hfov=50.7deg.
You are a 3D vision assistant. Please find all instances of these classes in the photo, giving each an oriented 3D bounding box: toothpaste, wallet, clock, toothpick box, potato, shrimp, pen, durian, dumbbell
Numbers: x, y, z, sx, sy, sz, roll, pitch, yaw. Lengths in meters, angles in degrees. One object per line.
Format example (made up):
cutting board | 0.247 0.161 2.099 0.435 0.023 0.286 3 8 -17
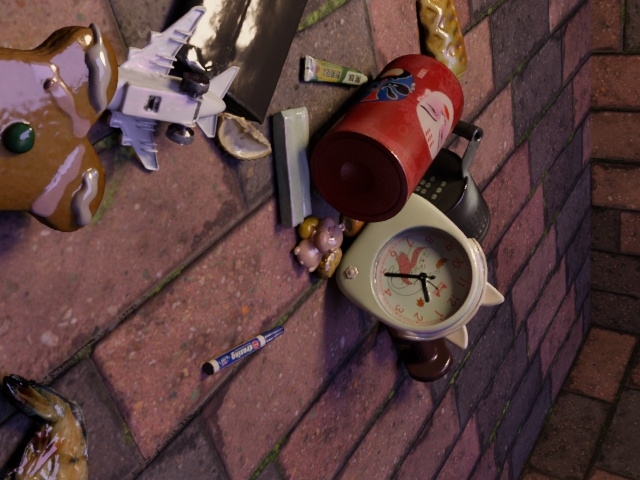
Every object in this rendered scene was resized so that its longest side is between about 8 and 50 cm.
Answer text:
toothpaste | 0.031 -0.330 1.340 0.204 0.031 0.049 -7 104 -52
wallet | -0.101 -0.417 1.096 0.228 0.062 0.406 32 72 -54
clock | 0.214 0.079 1.418 0.265 0.324 0.108 -51 158 3
toothpick box | 0.141 -0.211 1.349 0.333 0.204 0.204 -55 139 -42
potato | 0.016 0.044 1.411 0.083 0.040 0.051 -57 152 -27
shrimp | -0.414 0.266 0.843 0.233 0.071 0.365 -65 143 -36
pen | -0.136 0.199 1.249 0.204 0.025 0.025 -22 117 -51
durian | -0.136 -0.167 1.116 0.130 0.066 0.052 34 70 -44
dumbbell | 0.251 0.252 1.720 0.140 0.124 0.225 -109 174 -46

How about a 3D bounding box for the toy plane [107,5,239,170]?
toy plane | -0.229 -0.199 0.916 0.255 0.101 0.251 -2 126 -42

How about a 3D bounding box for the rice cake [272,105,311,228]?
rice cake | -0.049 -0.136 1.268 0.080 0.042 0.221 -29 121 -53

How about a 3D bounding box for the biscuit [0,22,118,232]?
biscuit | -0.407 -0.101 0.676 0.432 0.064 0.283 -5 112 -45

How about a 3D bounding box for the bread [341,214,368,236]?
bread | 0.090 -0.044 1.486 0.103 0.049 0.062 -18 113 -50

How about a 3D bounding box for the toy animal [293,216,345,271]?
toy animal | 0.000 0.000 1.340 0.114 0.082 0.091 -60 140 -24

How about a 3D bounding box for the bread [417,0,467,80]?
bread | 0.303 -0.493 1.646 0.128 0.088 0.232 -47 130 -49

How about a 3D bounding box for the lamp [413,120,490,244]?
lamp | 0.292 -0.090 1.621 0.272 0.205 0.374 14 104 -51
